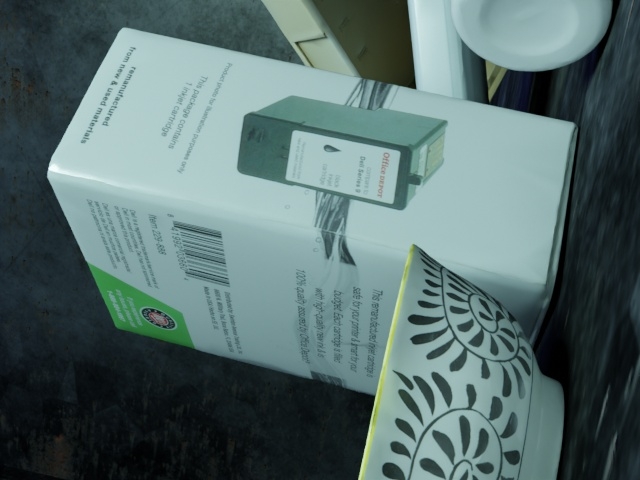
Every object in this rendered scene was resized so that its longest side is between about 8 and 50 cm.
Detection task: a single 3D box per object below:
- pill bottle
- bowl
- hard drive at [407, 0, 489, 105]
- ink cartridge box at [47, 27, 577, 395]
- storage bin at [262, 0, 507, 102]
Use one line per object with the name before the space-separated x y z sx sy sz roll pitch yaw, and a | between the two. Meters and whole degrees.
pill bottle | 0.126 -0.177 0.543 0.086 0.086 0.152 90 -168 -57
bowl | 0.063 0.091 0.433 0.170 0.080 0.170 10 -90 -83
hard drive | 0.117 -0.128 0.825 0.233 0.047 0.353 -41 -55 -73
ink cartridge box | 0.000 0.000 0.628 0.211 0.289 0.122 90 -164 -59
storage bin | 0.086 -0.261 0.981 0.262 0.123 0.260 52 -124 -35
